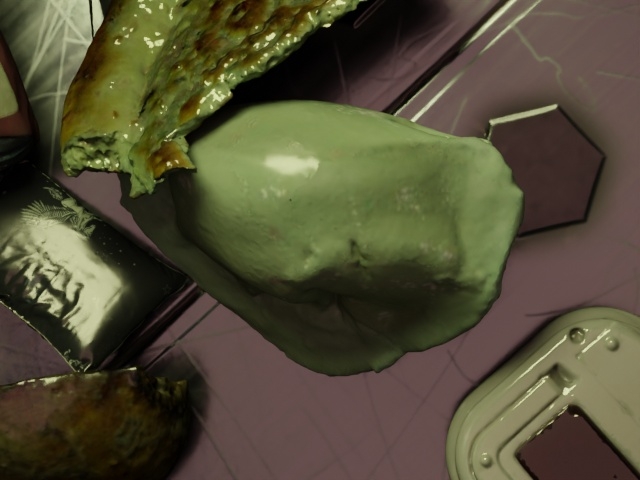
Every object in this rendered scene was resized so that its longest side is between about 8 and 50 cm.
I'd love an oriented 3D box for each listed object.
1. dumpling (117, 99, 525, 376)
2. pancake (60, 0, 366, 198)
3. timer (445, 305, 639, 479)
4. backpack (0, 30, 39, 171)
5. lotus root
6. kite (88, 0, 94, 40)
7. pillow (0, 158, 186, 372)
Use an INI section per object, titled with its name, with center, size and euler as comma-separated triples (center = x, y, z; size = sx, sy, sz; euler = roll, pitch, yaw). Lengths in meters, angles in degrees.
[dumpling]
center = 0.009, -0.028, 1.285
size = 0.212, 0.320, 0.270
euler = -51, 127, -15
[pancake]
center = -0.079, -0.220, 1.273
size = 0.427, 0.305, 0.067
euler = -41, 129, -3
[timer]
center = 0.257, 0.205, 1.307
size = 0.237, 0.087, 0.262
euler = -43, 84, 4
[backpack]
center = -0.442, -0.162, 1.329
size = 0.317, 0.197, 0.283
euler = -18, 89, -5
[lotus root]
center = -0.274, 0.212, 1.326
size = 0.314, 0.210, 0.142
euler = -16, 75, 18
[kite]
center = -0.207, -0.312, 1.239
size = 0.022, 0.360, 0.204
euler = -5, 77, -5
[pillow]
center = -0.247, 0.023, 1.363
size = 0.208, 0.055, 0.141
euler = 37, 66, 15
